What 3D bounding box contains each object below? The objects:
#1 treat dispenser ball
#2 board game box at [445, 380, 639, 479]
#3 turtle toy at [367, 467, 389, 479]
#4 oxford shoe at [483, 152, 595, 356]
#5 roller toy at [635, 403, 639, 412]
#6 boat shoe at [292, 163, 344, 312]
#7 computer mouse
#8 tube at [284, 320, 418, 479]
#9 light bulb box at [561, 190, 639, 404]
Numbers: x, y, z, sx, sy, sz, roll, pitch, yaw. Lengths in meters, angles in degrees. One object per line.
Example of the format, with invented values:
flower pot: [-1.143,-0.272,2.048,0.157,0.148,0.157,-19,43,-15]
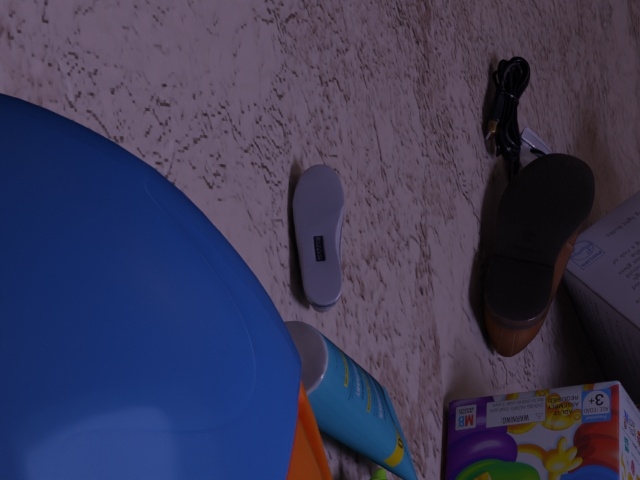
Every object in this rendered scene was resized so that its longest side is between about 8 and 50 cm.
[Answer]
treat dispenser ball: [-0.137,0.093,0.599,0.288,0.288,0.288,-9,90,-67]
board game box: [0.178,0.266,1.472,0.144,0.142,0.275,51,37,-51]
turtle toy: [0.049,0.214,1.282,0.095,0.066,0.130,17,66,-65]
oxford shoe: [0.181,0.010,1.677,0.076,0.076,0.212,93,19,-50]
roller toy: [0.270,0.237,1.697,0.191,0.146,0.209,-78,149,-42]
boat shoe: [0.000,0.000,1.299,0.035,0.035,0.100,99,-14,-71]
computer mouse: [0.200,-0.067,1.779,0.106,0.042,0.193,-79,150,-41]
tube: [0.018,0.107,1.277,0.207,0.052,0.080,41,32,-61]
light bulb box: [0.447,0.151,1.834,0.361,0.225,0.358,44,-13,49]
